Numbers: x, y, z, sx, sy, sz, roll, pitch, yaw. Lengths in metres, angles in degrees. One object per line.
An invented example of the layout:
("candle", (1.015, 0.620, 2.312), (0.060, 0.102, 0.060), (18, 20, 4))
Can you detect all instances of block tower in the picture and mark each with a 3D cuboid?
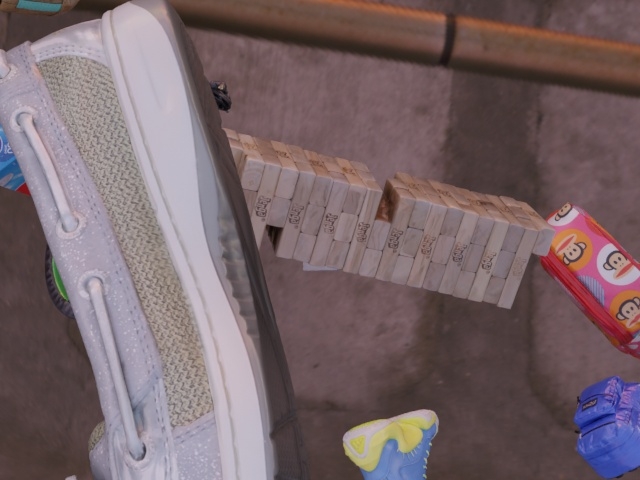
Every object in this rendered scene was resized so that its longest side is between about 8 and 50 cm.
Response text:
("block tower", (0.055, -0.018, 1.127), (0.335, 0.091, 0.097), (11, 110, -15))

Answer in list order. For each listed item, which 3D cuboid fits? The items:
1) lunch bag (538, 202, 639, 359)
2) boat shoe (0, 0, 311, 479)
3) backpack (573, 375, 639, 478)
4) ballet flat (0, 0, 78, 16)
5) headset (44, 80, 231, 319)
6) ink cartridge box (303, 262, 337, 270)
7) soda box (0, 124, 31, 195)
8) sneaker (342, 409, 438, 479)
("lunch bag", (0.432, 0.051, 1.747), (0.120, 0.293, 0.258), (-44, 62, 9))
("boat shoe", (-0.072, 0.048, 0.484), (0.103, 0.118, 0.320), (-15, 74, 3))
("backpack", (0.385, 0.250, 1.512), (0.101, 0.098, 0.120), (42, 39, -9))
("ballet flat", (-0.374, -0.344, 1.127), (0.342, 0.116, 0.124), (49, 42, 8))
("headset", (-0.254, -0.064, 1.640), (0.185, 0.243, 0.394), (21, 87, -46))
("ink cartridge box", (0.000, 0.000, 1.564), (0.048, 0.028, 0.083), (1, 53, -1))
("soda box", (-0.380, -0.107, 1.482), (0.067, 0.210, 0.071), (-37, 80, 5))
("sneaker", (0.111, 0.312, 1.608), (0.091, 0.240, 0.126), (-24, 77, 28))
